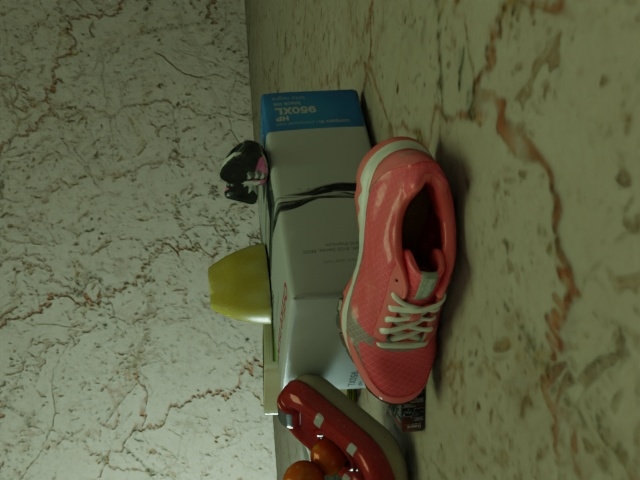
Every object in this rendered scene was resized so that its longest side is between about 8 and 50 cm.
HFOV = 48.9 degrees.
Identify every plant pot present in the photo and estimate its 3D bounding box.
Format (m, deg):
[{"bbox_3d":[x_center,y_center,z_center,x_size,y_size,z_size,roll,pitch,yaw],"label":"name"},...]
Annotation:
[{"bbox_3d":[-0.134,0.074,1.152,0.134,0.095,0.134,176,90,-83],"label":"plant pot"}]

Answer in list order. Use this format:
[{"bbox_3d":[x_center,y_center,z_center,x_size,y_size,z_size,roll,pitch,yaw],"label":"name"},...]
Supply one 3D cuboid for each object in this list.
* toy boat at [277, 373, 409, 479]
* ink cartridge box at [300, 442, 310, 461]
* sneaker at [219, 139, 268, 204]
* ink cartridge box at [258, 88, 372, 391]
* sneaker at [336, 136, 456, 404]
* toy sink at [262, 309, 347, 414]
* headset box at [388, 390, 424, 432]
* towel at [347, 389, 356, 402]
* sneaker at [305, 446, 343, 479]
[{"bbox_3d":[0.010,0.312,0.999,0.231,0.151,0.151,35,150,24],"label":"toy boat"},{"bbox_3d":[-0.016,0.572,1.733,0.099,0.056,0.135,-116,24,-66],"label":"ink cartridge box"},{"bbox_3d":[-0.118,-0.121,1.083,0.178,0.071,0.077,134,143,-69],"label":"sneaker"},{"bbox_3d":[0.000,0.000,1.112,0.286,0.166,0.395,98,165,-51],"label":"ink cartridge box"},{"bbox_3d":[0.087,0.050,0.769,0.136,0.115,0.314,-127,36,-71],"label":"sneaker"},{"bbox_3d":[-0.035,0.200,1.344,0.234,0.152,0.131,-96,8,-56],"label":"toy sink"},{"bbox_3d":[0.112,0.205,0.917,0.062,0.032,0.083,-127,37,-73],"label":"headset box"},{"bbox_3d":[0.049,0.252,1.346,0.102,0.021,0.237,-119,27,-67],"label":"towel"},{"bbox_3d":[0.005,0.426,1.477,0.115,0.090,0.232,-170,78,-84],"label":"sneaker"}]
